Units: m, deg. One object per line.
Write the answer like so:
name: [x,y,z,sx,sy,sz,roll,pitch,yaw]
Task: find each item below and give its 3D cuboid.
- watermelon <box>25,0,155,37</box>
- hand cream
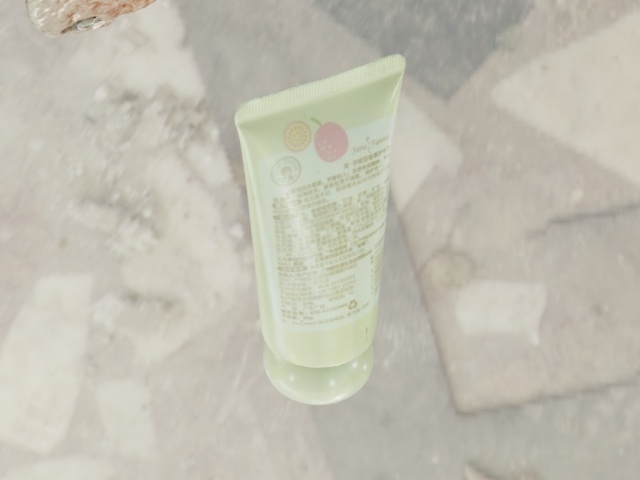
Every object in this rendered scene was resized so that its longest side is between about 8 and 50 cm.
watermelon: [-0.098,-0.219,1.025,0.140,0.256,0.193,14,149,10]
hand cream: [0.000,0.000,1.394,0.147,0.093,0.305,-19,134,-24]
